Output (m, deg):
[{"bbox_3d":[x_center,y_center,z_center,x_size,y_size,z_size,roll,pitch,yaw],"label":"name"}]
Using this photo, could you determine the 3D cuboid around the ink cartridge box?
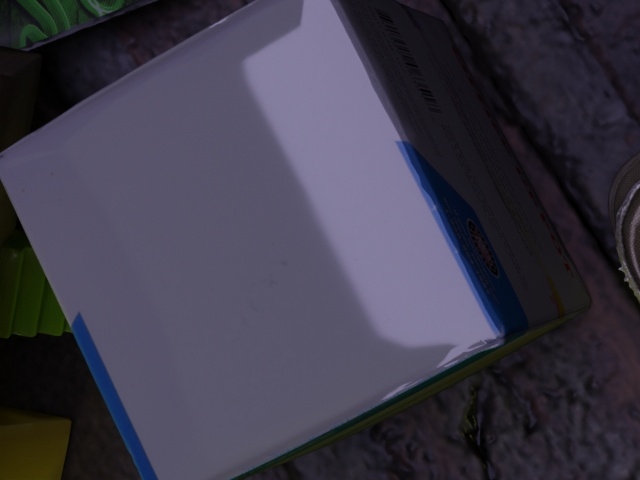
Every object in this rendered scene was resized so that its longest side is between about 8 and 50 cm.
[{"bbox_3d":[0.000,0.000,0.847,0.168,0.232,0.171,-29,82,16],"label":"ink cartridge box"}]

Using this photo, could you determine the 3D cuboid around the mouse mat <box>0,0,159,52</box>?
[{"bbox_3d":[-0.161,-0.195,0.984,0.152,0.007,0.190,-22,79,-2],"label":"mouse mat"}]

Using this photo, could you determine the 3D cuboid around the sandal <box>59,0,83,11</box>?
[{"bbox_3d":[-0.226,-0.125,1.002,0.219,0.060,0.090,-9,87,15],"label":"sandal"}]

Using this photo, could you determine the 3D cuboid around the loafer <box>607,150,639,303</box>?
[{"bbox_3d":[0.231,0.060,0.853,0.102,0.092,0.268,-40,79,12],"label":"loafer"}]

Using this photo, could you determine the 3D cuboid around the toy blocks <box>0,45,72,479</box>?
[{"bbox_3d":[-0.219,0.057,0.858,0.190,0.261,0.381,11,101,-2],"label":"toy blocks"}]
